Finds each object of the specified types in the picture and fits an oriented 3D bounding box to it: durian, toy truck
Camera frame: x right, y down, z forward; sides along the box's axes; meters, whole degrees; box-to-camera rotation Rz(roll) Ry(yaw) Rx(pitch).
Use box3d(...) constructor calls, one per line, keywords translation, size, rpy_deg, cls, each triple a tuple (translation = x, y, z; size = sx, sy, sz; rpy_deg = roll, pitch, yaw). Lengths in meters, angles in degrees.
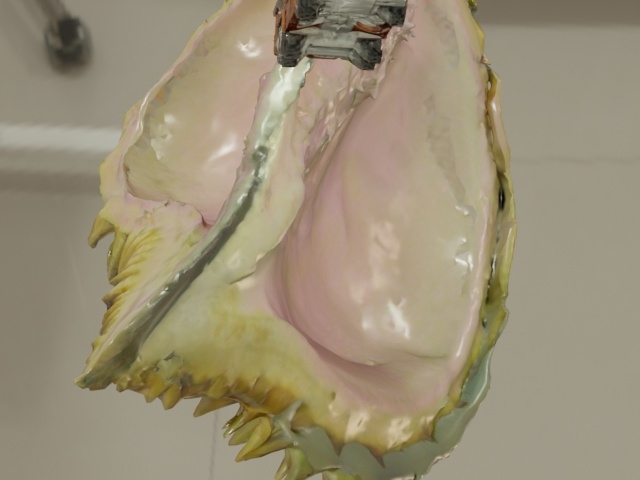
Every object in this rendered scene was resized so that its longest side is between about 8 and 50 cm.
box3d(translation=(0.009, -0.002, 0.743), size=(0.196, 0.185, 0.305), rpy_deg=(39, 45, -24), cls="durian")
box3d(translation=(0.005, -0.052, 0.339), size=(0.024, 0.083, 0.032), rpy_deg=(6, 85, -4), cls="toy truck")
